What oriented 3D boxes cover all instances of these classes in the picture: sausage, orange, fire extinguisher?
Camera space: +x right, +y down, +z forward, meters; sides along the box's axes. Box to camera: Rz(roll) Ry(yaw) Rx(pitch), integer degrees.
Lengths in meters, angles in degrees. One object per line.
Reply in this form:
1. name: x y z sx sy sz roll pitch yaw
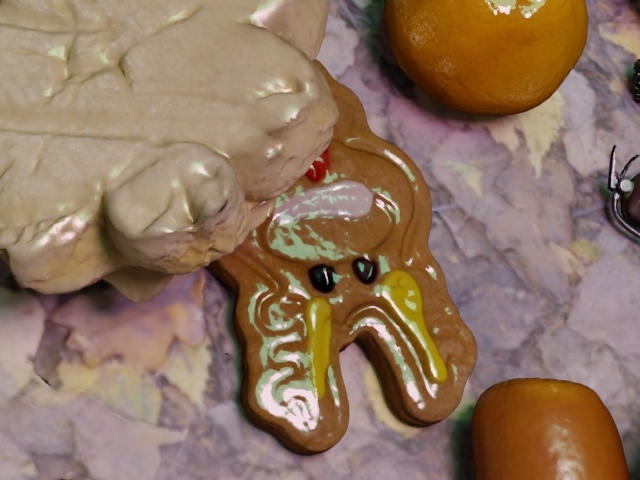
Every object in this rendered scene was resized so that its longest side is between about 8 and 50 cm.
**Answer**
1. sausage: 0.159 0.220 0.855 0.105 0.105 0.274 3 64 -18
2. orange: 0.128 -0.174 1.011 0.159 0.136 0.159 7 63 -13
3. fire extinguisher: 0.291 -0.016 1.048 0.158 0.043 0.064 23 82 -8

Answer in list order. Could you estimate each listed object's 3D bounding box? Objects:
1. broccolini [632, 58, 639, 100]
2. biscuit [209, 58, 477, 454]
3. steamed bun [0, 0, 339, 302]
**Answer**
1. broccolini: 0.322 -0.069 1.060 0.044 0.042 0.218 -18 59 -28
2. biscuit: 0.001 -0.002 0.938 0.186 0.044 0.295 -11 70 -26
3. steamed bun: -0.117 -0.090 0.874 0.292 0.137 0.295 -40 59 -12
